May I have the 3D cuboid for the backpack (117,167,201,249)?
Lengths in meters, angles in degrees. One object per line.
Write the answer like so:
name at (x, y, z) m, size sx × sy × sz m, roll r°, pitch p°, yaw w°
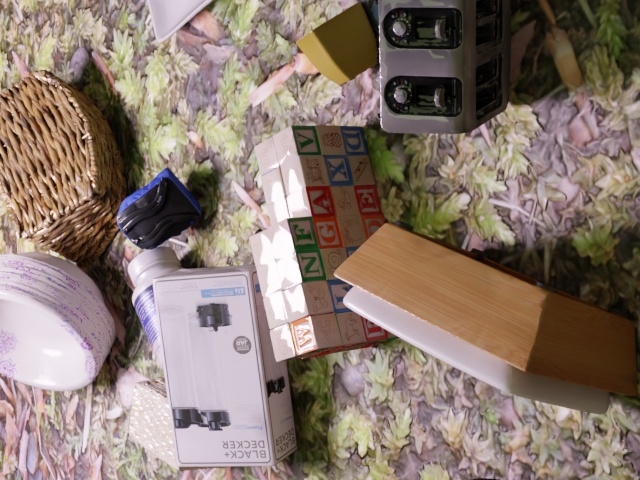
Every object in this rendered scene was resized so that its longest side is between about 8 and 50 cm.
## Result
backpack at (-0.263, -0.046, 1.871) m, size 0.120 × 0.098 × 0.101 m, roll -38°, pitch 16°, yaw 6°

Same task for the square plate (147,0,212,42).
square plate at (-0.184, -0.529, 1.798) m, size 0.347 × 0.049 × 0.344 m, roll -23°, pitch 75°, yaw 47°

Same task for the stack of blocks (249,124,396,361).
stack of blocks at (0.000, 0.000, 1.542) m, size 0.087 × 0.171 × 0.297 m, roll -23°, pitch 75°, yaw 47°

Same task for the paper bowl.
paper bowl at (-0.504, 0.132, 2.084) m, size 0.284 × 0.284 × 0.148 m, roll -32°, pitch 26°, yaw 46°

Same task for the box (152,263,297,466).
box at (-0.140, 0.185, 1.717) m, size 0.169 × 0.087 × 0.289 m, roll -4°, pitch 96°, yaw 21°

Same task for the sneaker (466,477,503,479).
sneaker at (0.248, 0.412, 1.337) m, size 0.314 × 0.116 × 0.136 m, roll 46°, pitch 127°, yaw 36°

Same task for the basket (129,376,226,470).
basket at (-0.226, 0.295, 1.878) m, size 0.167 × 0.103 × 0.113 m, roll 21°, pitch 108°, yaw 47°

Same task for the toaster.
toaster at (0.146, -0.217, 1.342) m, size 0.110 × 0.186 × 0.168 m, roll 8°, pitch 110°, yaw 26°

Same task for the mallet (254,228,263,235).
mallet at (-0.044, 0.038, 1.704) m, size 0.190 × 0.039 × 0.062 m, roll 28°, pitch 116°, yaw 50°

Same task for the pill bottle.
pill bottle at (-0.239, 0.108, 1.869) m, size 0.112 × 0.112 × 0.186 m, roll -50°, pitch 58°, yaw 39°

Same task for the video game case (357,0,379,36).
video game case at (0.137, -0.378, 1.454) m, size 0.275 × 0.035 × 0.248 m, roll -50°, pitch 57°, yaw 39°

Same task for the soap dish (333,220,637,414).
soap dish at (0.192, 0.082, 1.302) m, size 0.291 × 0.229 × 0.118 m, roll 25°, pitch 95°, yaw 45°

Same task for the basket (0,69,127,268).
basket at (-0.453, -0.137, 2.110) m, size 0.213 × 0.223 × 0.299 m, roll -32°, pitch 65°, yaw 10°

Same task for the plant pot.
plant pot at (0.030, -0.256, 1.543) m, size 0.083 × 0.081 × 0.081 m, roll 58°, pitch 165°, yaw -7°
